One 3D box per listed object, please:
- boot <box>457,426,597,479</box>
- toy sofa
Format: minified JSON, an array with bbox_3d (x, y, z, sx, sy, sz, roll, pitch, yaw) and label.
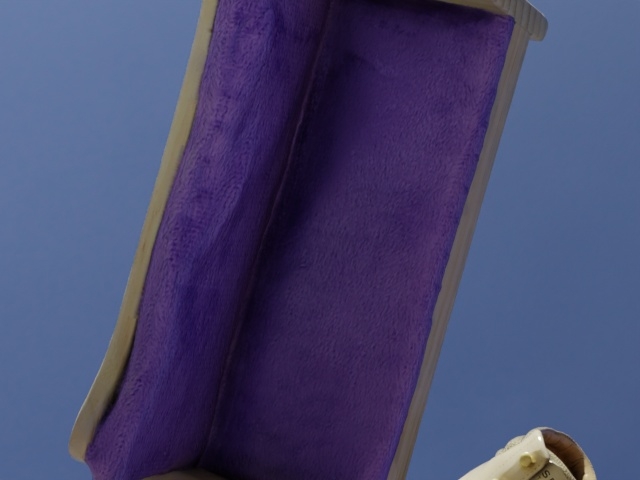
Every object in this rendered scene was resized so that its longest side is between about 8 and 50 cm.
[{"bbox_3d":[0.089,0.221,0.984,0.203,0.262,0.095,-36,-95,18],"label":"boot"},{"bbox_3d":[0.000,0.000,0.870,0.150,0.177,0.362,16,-91,26],"label":"toy sofa"}]
